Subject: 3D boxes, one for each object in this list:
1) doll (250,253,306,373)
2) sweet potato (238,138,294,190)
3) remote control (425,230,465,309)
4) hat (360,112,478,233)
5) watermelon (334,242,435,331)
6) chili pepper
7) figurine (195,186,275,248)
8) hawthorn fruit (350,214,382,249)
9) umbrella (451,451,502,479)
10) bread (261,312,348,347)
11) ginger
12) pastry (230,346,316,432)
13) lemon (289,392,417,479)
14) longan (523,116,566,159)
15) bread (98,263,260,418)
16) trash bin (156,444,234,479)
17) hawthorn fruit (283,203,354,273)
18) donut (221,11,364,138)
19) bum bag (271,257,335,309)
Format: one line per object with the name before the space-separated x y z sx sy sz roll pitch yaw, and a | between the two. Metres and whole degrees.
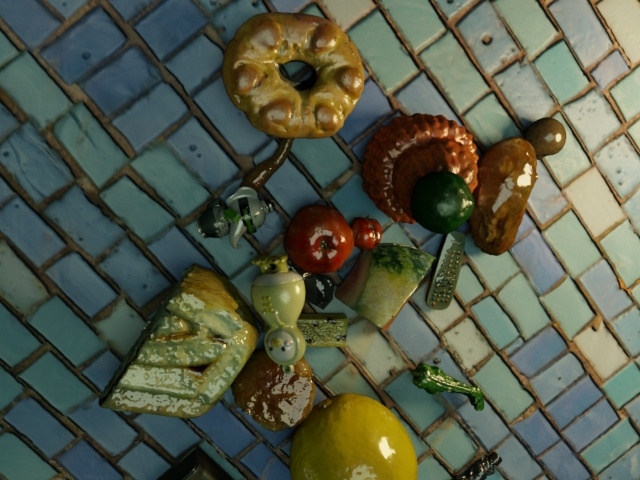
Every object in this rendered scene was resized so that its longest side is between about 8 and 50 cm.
doll | -0.098 0.179 1.596 0.141 0.117 0.296 -7 89 24
sweet potato | -0.119 -0.194 1.613 0.050 0.050 0.214 41 89 -16
remote control | 0.334 0.080 1.759 0.072 0.042 0.222 10 102 -12
hat | 0.256 -0.163 1.506 0.285 0.400 0.285 -1 99 -9
watermelon | 0.172 0.132 1.678 0.193 0.232 0.310 36 50 -14
chili pepper | 0.346 0.397 1.806 0.257 0.100 0.074 21 104 -17
figurine | -0.202 -0.056 1.596 0.192 0.126 0.147 -21 147 -4
hawthorn fruit | 0.114 -0.022 1.676 0.093 0.093 0.093 -2 104 -10
umbrella | 0.431 0.693 1.914 0.224 0.080 0.071 -40 72 -2
bread | -0.040 0.235 1.725 0.226 0.049 0.088 1 104 -10
ginger | 0.445 -0.106 1.675 0.172 0.165 0.321 -11 120 -44
pastry | -0.124 0.378 1.692 0.229 0.100 0.218 4 87 5
lemon | 0.080 0.566 1.687 0.348 0.348 0.348 -2 104 -10
longan | 0.576 -0.260 1.696 0.113 0.092 0.113 -7 117 -13
bread | -0.319 0.285 1.588 0.264 0.239 0.395 32 96 -15
trash bin | -0.302 0.692 1.753 0.164 0.122 0.240 -43 108 1
hawthorn fruit | 0.000 0.000 1.613 0.189 0.189 0.189 -2 104 -10
donut | -0.062 -0.378 1.517 0.317 0.150 0.299 44 90 -13
bum bag | -0.049 0.108 1.694 0.197 0.049 0.087 28 102 -16
